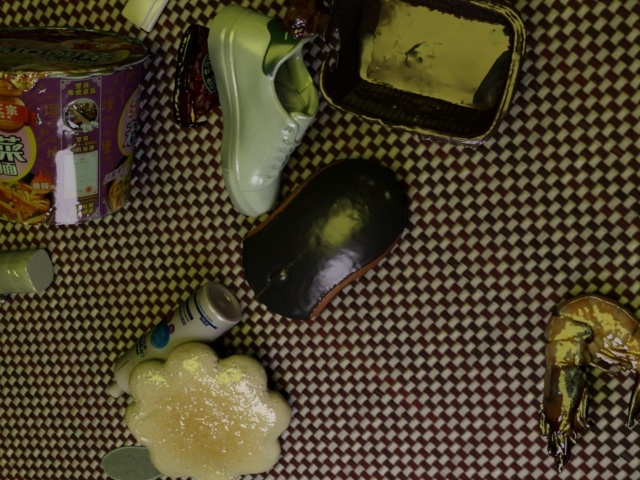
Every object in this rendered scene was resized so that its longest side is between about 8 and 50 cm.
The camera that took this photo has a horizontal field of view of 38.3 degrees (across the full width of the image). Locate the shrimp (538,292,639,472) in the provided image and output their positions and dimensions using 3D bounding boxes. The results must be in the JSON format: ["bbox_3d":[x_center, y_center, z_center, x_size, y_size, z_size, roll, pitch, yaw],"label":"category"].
[{"bbox_3d":[0.432,0.227,1.427,0.178,0.075,0.290,4,91,16],"label":"shrimp"}]

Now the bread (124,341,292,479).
[{"bbox_3d":[-0.202,0.318,1.631,0.315,0.054,0.316,3,118,6],"label":"bread"}]

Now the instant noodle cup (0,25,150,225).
[{"bbox_3d":[-0.445,-0.188,1.510,0.339,0.340,0.266,11,114,17],"label":"instant noodle cup"}]

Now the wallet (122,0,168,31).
[{"bbox_3d":[-0.282,-0.417,1.547,0.061,0.025,0.122,37,111,1],"label":"wallet"}]

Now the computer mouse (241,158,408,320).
[{"bbox_3d":[-0.002,0.001,1.498,0.323,0.116,0.183,-43,83,23],"label":"computer mouse"}]

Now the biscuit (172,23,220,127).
[{"bbox_3d":[-0.172,-0.265,1.434,0.063,0.235,0.151,1,107,11],"label":"biscuit"}]

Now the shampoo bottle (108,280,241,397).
[{"bbox_3d":[-0.275,0.192,1.651,0.303,0.092,0.092,-38,88,23],"label":"shampoo bottle"}]

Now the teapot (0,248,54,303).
[{"bbox_3d":[-0.609,0.074,1.753,0.200,0.077,0.107,-2,121,20],"label":"teapot"}]

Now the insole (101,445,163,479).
[{"bbox_3d":[-0.324,0.424,1.769,0.231,0.003,0.080,-15,97,22],"label":"insole"}]

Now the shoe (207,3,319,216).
[{"bbox_3d":[-0.066,-0.181,1.419,0.160,0.132,0.363,16,133,24],"label":"shoe"}]

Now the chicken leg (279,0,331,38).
[{"bbox_3d":[-0.022,-0.385,1.342,0.113,0.304,0.093,-31,128,31],"label":"chicken leg"}]

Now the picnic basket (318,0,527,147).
[{"bbox_3d":[0.158,-0.270,1.368,0.296,0.129,0.223,17,109,16],"label":"picnic basket"}]
